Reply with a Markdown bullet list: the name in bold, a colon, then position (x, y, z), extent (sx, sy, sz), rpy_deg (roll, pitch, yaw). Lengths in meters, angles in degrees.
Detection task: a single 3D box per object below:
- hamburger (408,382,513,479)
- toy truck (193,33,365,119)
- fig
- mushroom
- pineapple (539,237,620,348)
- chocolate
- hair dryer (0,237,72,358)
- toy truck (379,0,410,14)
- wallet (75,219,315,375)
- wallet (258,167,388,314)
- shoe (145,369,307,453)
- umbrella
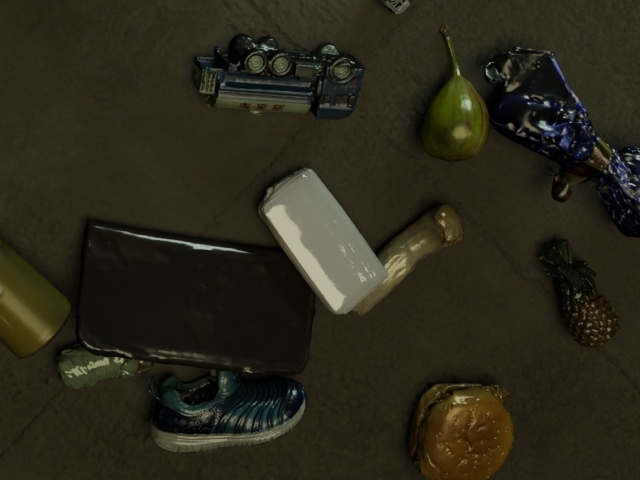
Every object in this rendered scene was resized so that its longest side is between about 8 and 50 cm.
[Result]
- **hamburger**: position (0.194, 0.262, 2.060), extent (0.138, 0.083, 0.147), rpy_deg (5, 110, -26)
- **toy truck**: position (-0.050, -0.192, 1.816), extent (0.202, 0.074, 0.088), rpy_deg (3, 112, -20)
- **fig**: position (0.176, -0.177, 1.896), extent (0.093, 0.093, 0.166), rpy_deg (6, 105, -22)
- **mushroom**: position (0.101, 0.029, 1.964), extent (0.202, 0.054, 0.059), rpy_deg (-38, 110, 3)
- **pineapple**: position (0.346, 0.069, 2.057), extent (0.074, 0.074, 0.159), rpy_deg (-32, 112, -7)
- **chocolate**: position (0.335, -0.120, 1.954), extent (0.343, 0.126, 0.148), rpy_deg (34, 97, -26)
- **hair dryer**: position (-0.440, 0.125, 1.786), extent (0.279, 0.090, 0.135), rpy_deg (-41, 117, 4)
- **toy truck**: position (0.106, -0.313, 1.852), extent (0.083, 0.039, 0.044), rpy_deg (-45, 131, -2)
- **wallet**: position (-0.150, 0.075, 1.868), extent (0.309, 0.042, 0.165), rpy_deg (8, 82, -24)
- **wallet**: position (0.000, 0.000, 1.902), extent (0.095, 0.033, 0.190), rpy_deg (-42, 106, -14)
- **shoe**: position (-0.118, 0.202, 1.918), extent (0.207, 0.091, 0.106), rpy_deg (-5, 115, -15)
- **umbrella**: position (-0.255, 0.142, 1.871), extent (0.143, 0.062, 0.067), rpy_deg (-20, 80, -12)
